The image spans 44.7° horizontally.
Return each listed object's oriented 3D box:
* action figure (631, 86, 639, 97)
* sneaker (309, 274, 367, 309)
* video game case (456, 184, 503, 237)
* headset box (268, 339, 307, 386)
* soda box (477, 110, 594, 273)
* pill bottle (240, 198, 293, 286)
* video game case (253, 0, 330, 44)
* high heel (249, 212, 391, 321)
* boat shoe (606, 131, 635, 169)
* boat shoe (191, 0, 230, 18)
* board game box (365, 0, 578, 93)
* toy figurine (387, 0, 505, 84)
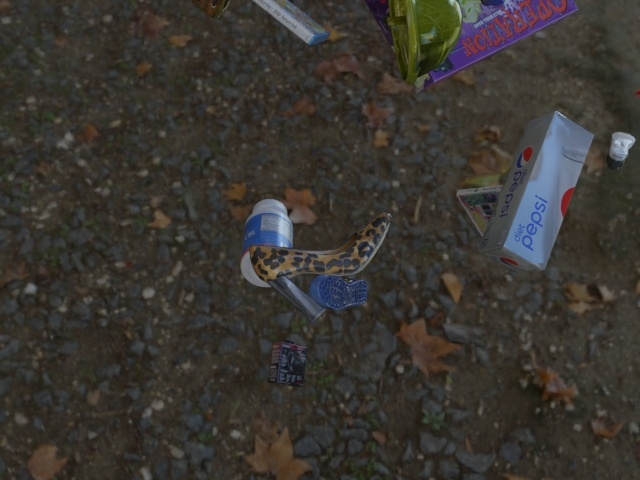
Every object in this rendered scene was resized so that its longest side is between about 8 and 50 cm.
[{"bbox_3d":[0.770,-0.385,1.673,0.280,0.091,0.139,-48,42,2],"label":"action figure"},{"bbox_3d":[0.020,0.115,1.740,0.090,0.232,0.082,-1,83,28],"label":"sneaker"},{"bbox_3d":[0.377,-0.056,1.611,0.143,0.157,0.019,-5,49,38],"label":"video game case"},{"bbox_3d":[-0.060,0.226,1.444,0.032,0.062,0.083,-13,67,49],"label":"headset box"},{"bbox_3d":[0.396,-0.087,1.430,0.098,0.091,0.286,28,75,-15],"label":"soda box"},{"bbox_3d":[-0.129,0.000,1.915,0.124,0.124,0.222,-2,38,1],"label":"pill bottle"},{"bbox_3d":[-0.065,-0.293,0.933,0.166,0.015,0.119,37,19,-3],"label":"video game case"},{"bbox_3d":[0.000,0.000,1.473,0.186,0.093,0.261,43,81,-4],"label":"high heel"},{"bbox_3d":[0.645,-0.196,1.686,0.049,0.040,0.142,24,36,18],"label":"boat shoe"},{"bbox_3d":[-0.148,-0.563,1.497,0.104,0.307,0.111,43,36,-8],"label":"boat shoe"},{"bbox_3d":[0.214,-0.365,1.124,0.346,0.208,0.056,-32,6,-32],"label":"board game box"},{"bbox_3d":[0.161,-0.334,0.773,0.217,0.191,0.363,-1,61,-14],"label":"toy figurine"}]
